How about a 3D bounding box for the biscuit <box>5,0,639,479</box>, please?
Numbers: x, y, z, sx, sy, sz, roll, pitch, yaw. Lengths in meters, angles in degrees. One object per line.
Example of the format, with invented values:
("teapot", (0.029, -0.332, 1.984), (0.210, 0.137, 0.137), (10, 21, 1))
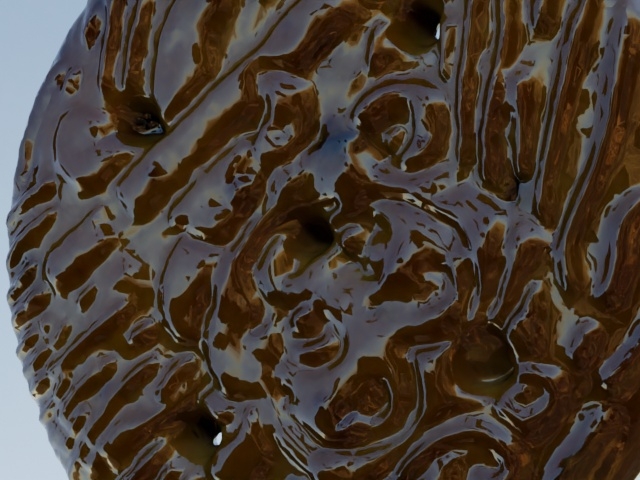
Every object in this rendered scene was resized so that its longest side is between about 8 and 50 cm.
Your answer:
("biscuit", (-0.001, 0.000, 0.427), (0.188, 0.188, 0.027), (-45, -22, 20))
